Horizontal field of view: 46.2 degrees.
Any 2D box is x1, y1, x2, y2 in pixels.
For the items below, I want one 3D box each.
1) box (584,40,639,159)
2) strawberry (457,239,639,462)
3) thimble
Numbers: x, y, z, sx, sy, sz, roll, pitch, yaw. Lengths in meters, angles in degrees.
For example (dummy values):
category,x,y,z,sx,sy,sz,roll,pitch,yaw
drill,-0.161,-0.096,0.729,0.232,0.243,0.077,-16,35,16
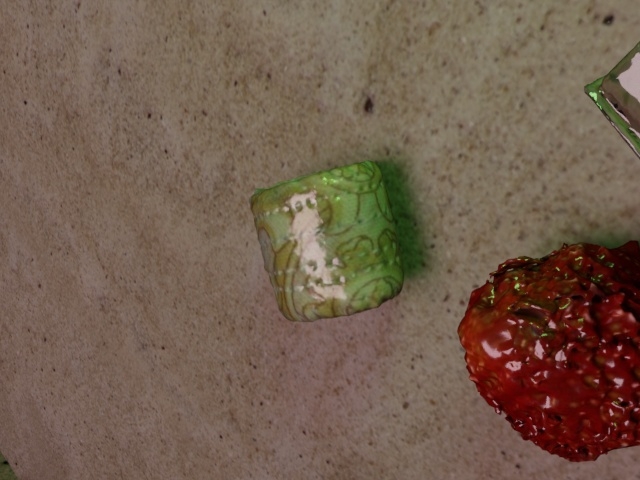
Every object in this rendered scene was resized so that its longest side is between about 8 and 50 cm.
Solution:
category,x,y,z,sx,sy,sz,roll,pitch,yaw
box,0.331,-0.038,0.362,0.297,0.225,0.190,57,138,10
strawberry,0.195,0.086,0.589,0.187,0.201,0.184,49,120,47
thimble,0.000,0.000,0.797,0.190,0.137,0.143,-4,103,59
